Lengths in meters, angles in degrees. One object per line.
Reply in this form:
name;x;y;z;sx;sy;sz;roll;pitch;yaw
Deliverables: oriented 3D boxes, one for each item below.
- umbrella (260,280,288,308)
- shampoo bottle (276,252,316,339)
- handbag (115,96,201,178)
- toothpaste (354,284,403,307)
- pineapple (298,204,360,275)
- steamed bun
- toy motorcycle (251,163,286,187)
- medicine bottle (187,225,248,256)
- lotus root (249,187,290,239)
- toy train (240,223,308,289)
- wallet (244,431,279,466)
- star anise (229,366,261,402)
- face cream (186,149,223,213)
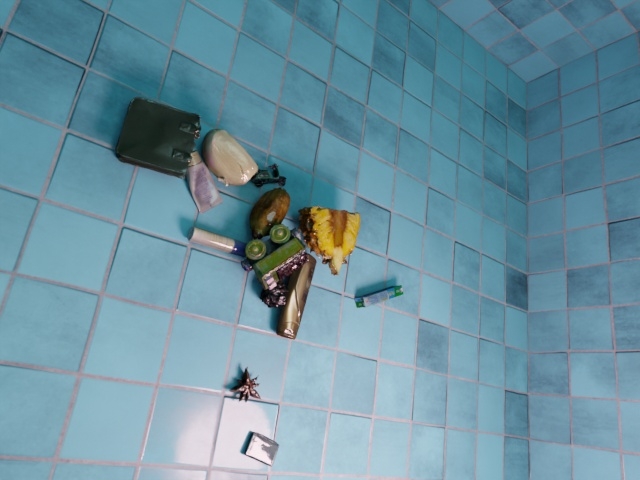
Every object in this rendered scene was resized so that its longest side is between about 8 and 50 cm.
umbrella;-0.175;0.132;1.973;0.110;0.122;0.272;73;24;-62
shampoo bottle;-0.098;0.226;2.011;0.125;0.084;0.350;54;46;-55
handbag;-0.570;-0.364;1.751;0.260;0.079;0.247;14;69;-15
toothpaste;0.278;0.261;2.315;0.266;0.065;0.050;-12;86;-39
pineapple;0.000;0.004;2.103;0.344;0.209;0.286;4;87;-48
steamed bun;-0.365;-0.307;1.895;0.238;0.170;0.152;44;76;-22
toy motorcycle;-0.220;-0.274;2.062;0.173;0.058;0.100;-4;76;-37
medicine bottle;-0.384;0.007;1.864;0.231;0.059;0.059;20;67;-33
lotus root;-0.208;-0.104;1.973;0.128;0.145;0.260;35;58;-19
toy train;-0.170;0.059;1.887;0.261;0.134;0.177;-35;66;-14
wallet;-0.218;0.774;1.831;0.129;0.026;0.088;37;55;-25
star anise;-0.263;0.552;1.829;0.129;0.056;0.124;50;54;-17
face cream;-0.459;-0.224;1.871;0.114;0.070;0.224;-35;113;-37
